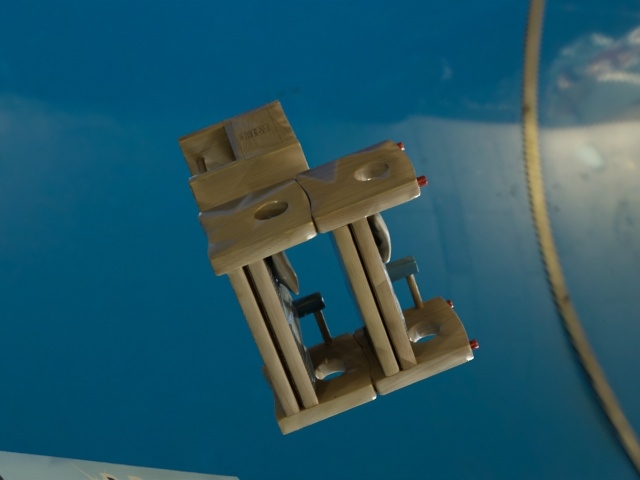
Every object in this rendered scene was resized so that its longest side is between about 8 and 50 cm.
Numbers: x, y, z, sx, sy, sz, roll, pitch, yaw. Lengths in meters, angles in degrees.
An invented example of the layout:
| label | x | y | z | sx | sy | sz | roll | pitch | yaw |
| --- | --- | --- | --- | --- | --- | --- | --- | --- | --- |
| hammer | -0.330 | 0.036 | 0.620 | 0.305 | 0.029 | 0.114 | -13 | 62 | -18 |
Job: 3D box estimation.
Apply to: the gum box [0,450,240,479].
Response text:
| label | x | y | z | sx | sy | sz | roll | pitch | yaw |
| --- | --- | --- | --- | --- | --- | --- | --- | --- | --- |
| gum box | -0.049 | 0.143 | 0.455 | 0.157 | 0.041 | 0.184 | 43 | -168 | 34 |

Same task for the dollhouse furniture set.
| label | x | y | z | sx | sy | sz | roll | pitch | yaw |
| --- | --- | --- | --- | --- | --- | --- | --- | --- | --- |
| dollhouse furniture set | 0.000 | 0.000 | 0.803 | 0.184 | 0.129 | 0.129 | -114 | 4 | -62 |
